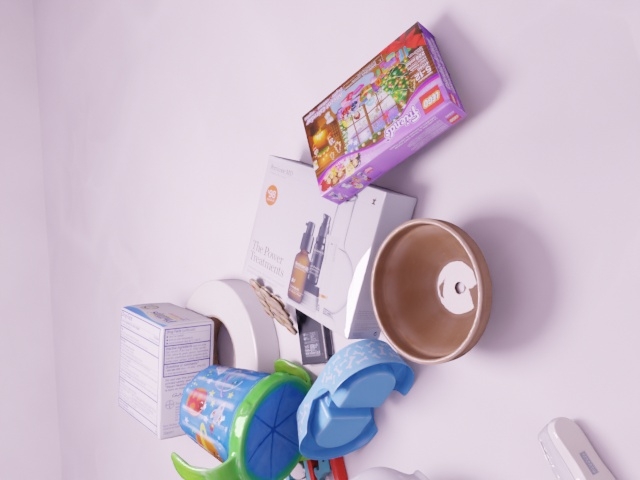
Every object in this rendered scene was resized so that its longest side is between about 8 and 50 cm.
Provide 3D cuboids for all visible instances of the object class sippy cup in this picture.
[{"bbox_3d":[-0.168,0.369,1.327,0.224,0.305,0.240,11,87,36],"label":"sippy cup"}]

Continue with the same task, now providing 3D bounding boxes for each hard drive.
[{"bbox_3d":[-0.014,0.202,1.383,0.094,0.022,0.135,-18,77,49],"label":"hard drive"}]

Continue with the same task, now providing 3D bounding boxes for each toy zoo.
[{"bbox_3d":[-0.004,0.553,1.368,0.192,0.030,0.293,-30,68,46],"label":"toy zoo"}]

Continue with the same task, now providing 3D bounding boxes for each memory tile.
[{"bbox_3d":[-0.103,0.147,1.382,0.113,0.012,0.148,33,157,34],"label":"memory tile"}]

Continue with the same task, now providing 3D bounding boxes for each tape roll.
[{"bbox_3d":[-0.244,0.293,1.625,0.392,0.072,0.392,1,91,50],"label":"tape roll"}]

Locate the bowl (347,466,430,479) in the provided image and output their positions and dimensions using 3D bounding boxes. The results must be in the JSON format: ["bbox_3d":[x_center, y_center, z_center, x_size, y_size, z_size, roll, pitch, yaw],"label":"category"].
[{"bbox_3d":[0.161,0.479,1.041,0.134,0.298,0.298,-41,47,-10],"label":"bowl"}]

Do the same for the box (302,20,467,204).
[{"bbox_3d":[0.101,-0.224,1.135,0.293,0.057,0.201,-34,53,31],"label":"box"}]

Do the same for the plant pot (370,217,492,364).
[{"bbox_3d":[0.203,0.082,1.051,0.237,0.110,0.237,2,92,51],"label":"plant pot"}]

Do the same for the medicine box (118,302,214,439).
[{"bbox_3d":[-0.408,0.329,1.650,0.263,0.149,0.289,10,98,50],"label":"medicine box"}]

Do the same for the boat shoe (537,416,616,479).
[{"bbox_3d":[0.369,0.346,0.894,0.184,0.066,0.063,60,146,27],"label":"boat shoe"}]

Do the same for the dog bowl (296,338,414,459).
[{"bbox_3d":[0.056,0.302,1.201,0.297,0.166,0.074,-61,36,31],"label":"dog bowl"}]

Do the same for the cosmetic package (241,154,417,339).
[{"bbox_3d":[0.000,0.000,1.294,0.377,0.097,0.284,24,101,48],"label":"cosmetic package"}]
